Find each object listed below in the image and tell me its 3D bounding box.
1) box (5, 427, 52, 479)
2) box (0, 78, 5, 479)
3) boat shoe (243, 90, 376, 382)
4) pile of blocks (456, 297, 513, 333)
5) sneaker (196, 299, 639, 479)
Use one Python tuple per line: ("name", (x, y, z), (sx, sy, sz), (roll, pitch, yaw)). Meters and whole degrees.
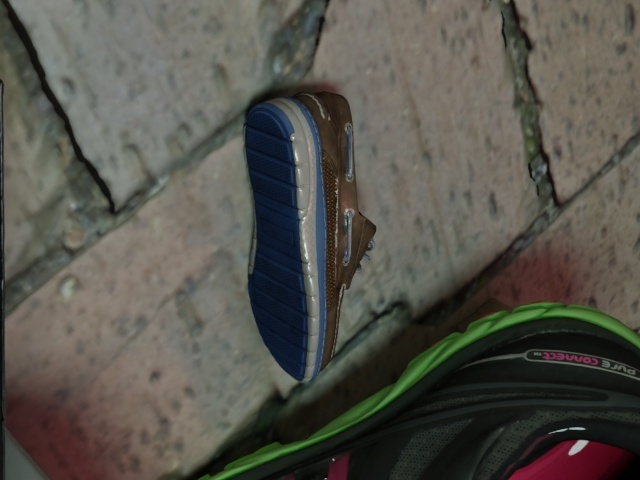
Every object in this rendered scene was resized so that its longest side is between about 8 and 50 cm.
("box", (-0.186, 0.196, 0.573), (0.181, 0.182, 0.119), (-37, 130, -21))
("box", (-0.238, 0.077, 0.396), (0.257, 0.079, 0.322), (9, 69, -40))
("boat shoe", (0.000, 0.000, 0.710), (0.066, 0.066, 0.183), (-21, 125, -33))
("pile of blocks", (0.085, 0.227, 0.877), (0.149, 0.113, 0.362), (9, 106, -44))
("sneaker", (0.024, 0.216, 0.714), (0.483, 0.202, 0.185), (-39, 115, -3))
